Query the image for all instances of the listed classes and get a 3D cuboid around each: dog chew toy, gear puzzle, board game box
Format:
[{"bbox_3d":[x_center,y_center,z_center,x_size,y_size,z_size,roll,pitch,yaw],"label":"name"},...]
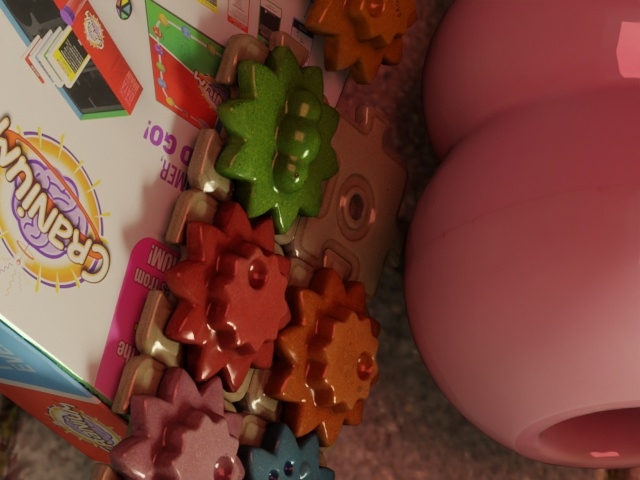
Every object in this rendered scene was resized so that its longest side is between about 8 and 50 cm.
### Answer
[{"bbox_3d":[0.139,-0.059,0.964,0.207,0.206,0.331,7,65,-22],"label":"dog chew toy"},{"bbox_3d":[0.000,0.000,0.903,0.175,0.044,0.338,36,64,-49],"label":"gear puzzle"},{"bbox_3d":[-0.090,-0.088,0.869,0.242,0.064,0.316,47,57,-45],"label":"board game box"}]
